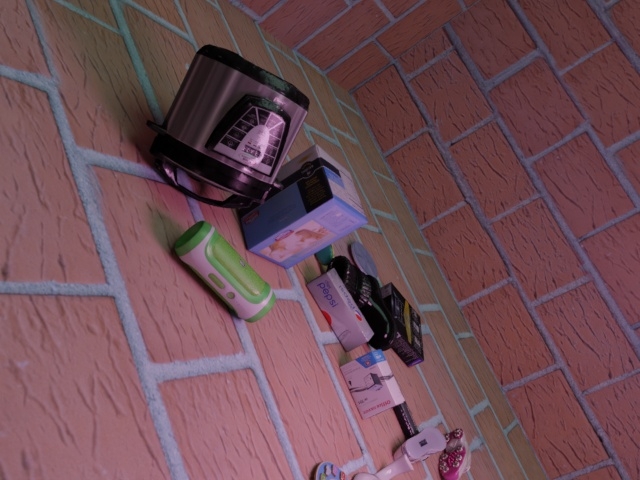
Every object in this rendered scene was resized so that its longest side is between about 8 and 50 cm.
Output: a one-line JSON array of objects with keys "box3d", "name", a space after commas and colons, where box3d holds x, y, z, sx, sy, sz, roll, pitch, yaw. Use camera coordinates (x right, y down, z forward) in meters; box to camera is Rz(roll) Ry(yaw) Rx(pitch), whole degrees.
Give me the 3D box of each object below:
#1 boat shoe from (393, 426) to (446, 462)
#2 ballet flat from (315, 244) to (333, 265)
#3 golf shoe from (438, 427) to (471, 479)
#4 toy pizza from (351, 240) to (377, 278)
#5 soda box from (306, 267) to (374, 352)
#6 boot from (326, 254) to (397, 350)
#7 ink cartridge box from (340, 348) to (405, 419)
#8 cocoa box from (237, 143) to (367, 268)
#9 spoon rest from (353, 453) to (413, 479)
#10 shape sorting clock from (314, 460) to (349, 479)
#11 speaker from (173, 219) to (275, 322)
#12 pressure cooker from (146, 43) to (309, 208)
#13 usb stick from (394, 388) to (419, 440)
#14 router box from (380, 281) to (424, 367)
[{"box3d": [0.343, 0.717, 2.076, 0.258, 0.084, 0.095, 9, 47, -47], "name": "boat shoe"}, {"box3d": [0.000, 0.000, 2.353, 0.230, 0.077, 0.077, 65, 9, 19], "name": "ballet flat"}, {"box3d": [0.543, 0.863, 2.325, 0.140, 0.115, 0.306, 60, 23, -4], "name": "golf shoe"}, {"box3d": [0.192, 0.096, 2.686, 0.201, 0.032, 0.201, 45, 26, -30], "name": "toy pizza"}, {"box3d": [0.071, 0.248, 2.133, 0.286, 0.098, 0.091, 59, 20, 1], "name": "soda box"}, {"box3d": [0.148, 0.241, 2.261, 0.260, 0.131, 0.347, 34, 29, -51], "name": "boot"}, {"box3d": [0.172, 0.479, 1.988, 0.082, 0.140, 0.190, 10, 52, -60], "name": "ink cartridge box"}, {"box3d": [-0.065, -0.101, 1.965, 0.231, 0.347, 0.227, 30, 36, -52], "name": "cocoa box"}, {"box3d": [0.178, 0.733, 1.777, 0.276, 0.084, 0.137, -13, 71, -53], "name": "spoon rest"}, {"box3d": [0.050, 0.688, 1.583, 0.206, 0.040, 0.206, 46, 25, -29], "name": "shape sorting clock"}, {"box3d": [-0.254, 0.087, 1.612, 0.296, 0.131, 0.131, 49, 23, -22], "name": "speaker"}, {"box3d": [-0.265, -0.303, 1.737, 0.370, 0.420, 0.375, 30, 6, 13], "name": "pressure cooker"}, {"box3d": [0.322, 0.671, 2.186, 0.077, 0.045, 0.277, 14, 48, -59], "name": "usb stick"}, {"box3d": [0.347, 0.364, 2.598, 0.243, 0.081, 0.308, 49, 23, -21], "name": "router box"}]
